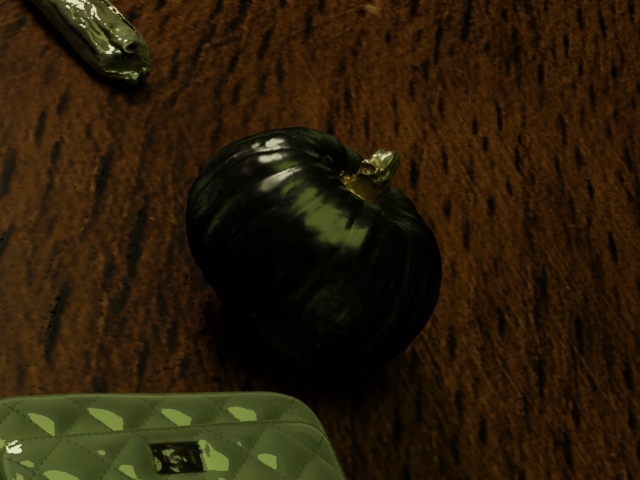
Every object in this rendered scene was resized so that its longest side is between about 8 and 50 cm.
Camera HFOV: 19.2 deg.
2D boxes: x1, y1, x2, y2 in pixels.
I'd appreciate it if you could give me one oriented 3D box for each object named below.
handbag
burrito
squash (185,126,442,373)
[{"bbox_3d":[-0.078,0.186,1.101,0.256,0.079,0.219,1,43,-32],"label":"handbag"},{"bbox_3d":[-0.203,-0.194,1.607,0.058,0.045,0.188,-29,59,-24],"label":"burrito"},{"bbox_3d":[-0.003,0.005,1.350,0.193,0.156,0.193,28,44,-31],"label":"squash"}]
